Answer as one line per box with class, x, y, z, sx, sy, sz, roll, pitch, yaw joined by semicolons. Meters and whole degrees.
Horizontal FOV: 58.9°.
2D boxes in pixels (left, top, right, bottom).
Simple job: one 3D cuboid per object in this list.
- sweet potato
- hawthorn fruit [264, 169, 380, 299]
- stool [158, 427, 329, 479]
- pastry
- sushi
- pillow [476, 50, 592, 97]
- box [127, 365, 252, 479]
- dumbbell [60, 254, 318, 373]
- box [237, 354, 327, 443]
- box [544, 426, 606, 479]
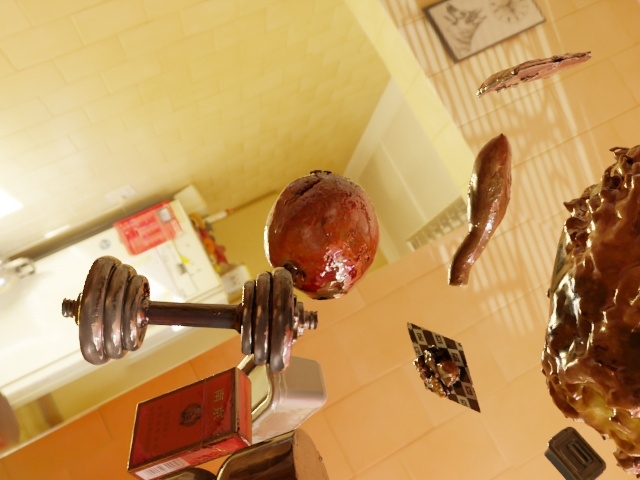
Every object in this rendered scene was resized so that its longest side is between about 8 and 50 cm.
sweet potato;0.395;-0.068;1.380;0.109;0.109;0.385;-143;-118;-64
hawthorn fruit;0.010;-0.008;1.381;0.316;0.316;0.316;59;-14;23
stool;-0.126;0.442;0.945;0.179;0.264;0.179;-22;90;-82
pastry;0.424;0.055;0.641;0.337;0.405;0.292;42;-6;7
sushi;0.263;0.297;1.298;0.210;0.040;0.193;8;-61;64
pillow;0.442;-0.350;1.177;0.126;0.232;0.043;-7;-80;65
box;-0.252;0.361;1.111;0.153;0.240;0.074;-97;161;-53
dumbbell;-0.205;0.120;0.918;0.179;0.406;0.179;-176;-90;-83
box;-0.127;0.411;1.464;0.312;0.182;0.175;-50;-140;36
box;0.483;0.419;1.088;0.099;0.074;0.054;51;-25;30
